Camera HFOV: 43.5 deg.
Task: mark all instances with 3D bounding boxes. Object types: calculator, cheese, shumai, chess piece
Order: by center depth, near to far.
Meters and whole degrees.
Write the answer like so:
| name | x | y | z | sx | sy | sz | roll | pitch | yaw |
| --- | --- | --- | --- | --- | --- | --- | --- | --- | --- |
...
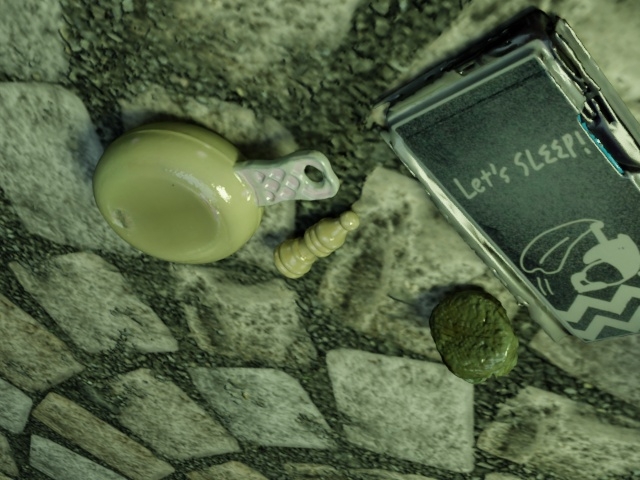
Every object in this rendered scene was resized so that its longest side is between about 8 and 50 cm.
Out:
| name | x | y | z | sx | sy | sz | roll | pitch | yaw |
| --- | --- | --- | --- | --- | --- | --- | --- | --- | --- |
| calculator | 0.172 | -0.024 | 0.579 | 0.274 | 0.028 | 0.166 | 46 | 139 | -19 |
| cheese | -0.086 | -0.042 | 0.668 | 0.228 | 0.064 | 0.137 | -6 | 132 | 31 |
| chess piece | 0.000 | 0.000 | 0.691 | 0.035 | 0.035 | 0.092 | 41 | 134 | -17 |
| shumai | 0.144 | 0.086 | 0.696 | 0.083 | 0.082 | 0.080 | 4 | 174 | 42 |
